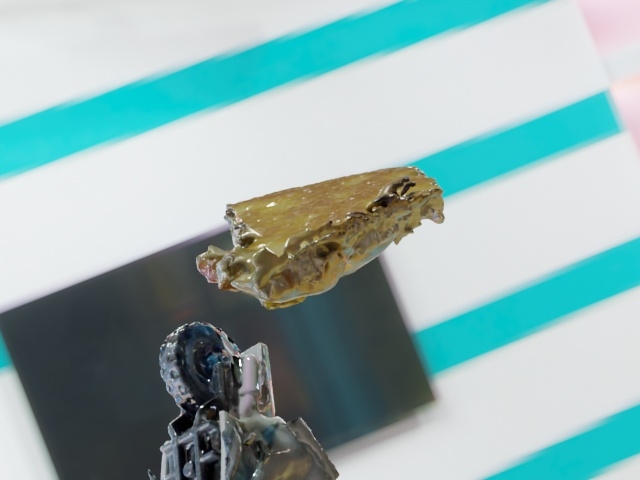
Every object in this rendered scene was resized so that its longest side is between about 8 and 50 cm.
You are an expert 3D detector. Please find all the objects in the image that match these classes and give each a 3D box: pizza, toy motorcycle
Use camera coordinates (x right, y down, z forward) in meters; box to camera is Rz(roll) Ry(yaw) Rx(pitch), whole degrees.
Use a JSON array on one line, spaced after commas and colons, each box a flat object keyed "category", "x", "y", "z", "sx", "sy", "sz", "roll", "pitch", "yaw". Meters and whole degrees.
[{"category": "pizza", "x": 0.000, "y": -0.001, "z": 1.444, "sx": 0.189, "sy": 0.071, "sz": 0.297, "roll": -12, "pitch": 5, "yaw": 3}, {"category": "toy motorcycle", "x": -0.034, "y": 0.188, "z": 1.489, "sx": 0.204, "sy": 0.239, "sz": 0.108, "roll": 20, "pitch": -24, "yaw": -38}]
